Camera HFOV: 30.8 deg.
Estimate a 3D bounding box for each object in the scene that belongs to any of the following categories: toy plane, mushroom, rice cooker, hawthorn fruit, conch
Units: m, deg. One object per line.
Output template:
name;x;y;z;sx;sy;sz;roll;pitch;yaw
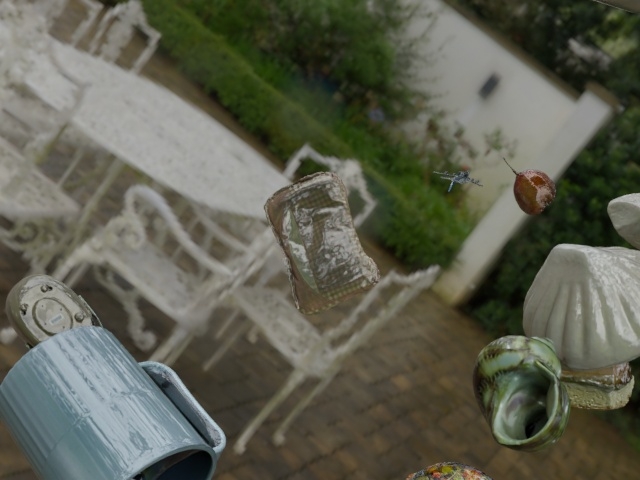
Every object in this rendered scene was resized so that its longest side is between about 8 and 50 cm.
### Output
toy plane;0.203;-0.089;1.689;0.078;0.024;0.084;18;20;23
mushroom;0.696;-0.020;2.100;0.350;0.128;0.128;6;-1;18
rice cooker;-0.528;0.158;2.295;0.206;0.145;0.127;46;-15;-2
hawthorn fruit;0.319;-0.088;1.813;0.103;0.067;0.067;44;10;17
conch;0.310;0.225;1.729;0.124;0.181;0.187;20;-15;-34

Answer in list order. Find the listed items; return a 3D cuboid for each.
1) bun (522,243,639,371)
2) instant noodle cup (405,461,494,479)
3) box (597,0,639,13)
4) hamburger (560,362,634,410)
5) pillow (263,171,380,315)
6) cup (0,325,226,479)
bun;0.445;0.078;1.916;0.175;0.263;0.263;64;-3;-25
instant noodle cup;0.171;0.488;1.819;0.251;0.251;0.190;36;-33;-9
box;0.491;-0.424;1.623;0.349;0.289;0.141;-1;78;-50
hamburger;0.483;0.264;2.211;0.155;0.208;0.135;25;60;-60
pillow;-0.003;0.001;1.730;0.034;0.135;0.211;41;25;-64
cup;-0.343;0.313;1.975;0.311;0.331;0.256;45;-30;27
